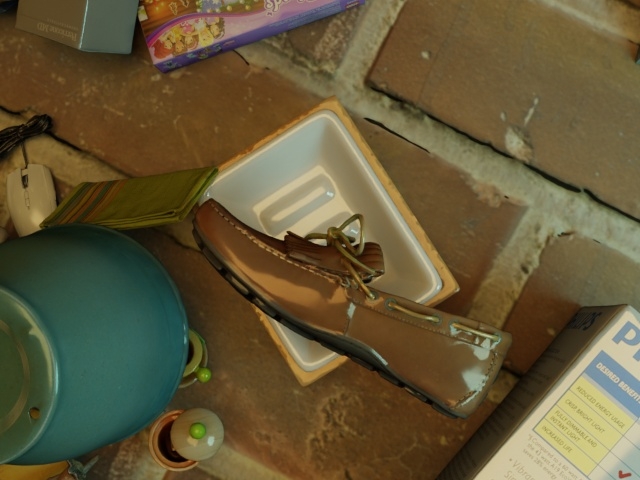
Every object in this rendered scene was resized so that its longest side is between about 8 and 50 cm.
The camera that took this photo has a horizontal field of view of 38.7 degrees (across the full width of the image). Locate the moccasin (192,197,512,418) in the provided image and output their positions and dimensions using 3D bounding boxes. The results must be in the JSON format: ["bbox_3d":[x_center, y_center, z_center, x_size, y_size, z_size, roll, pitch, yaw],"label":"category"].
[{"bbox_3d":[0.035,0.052,1.014,0.380,0.139,0.147,29,88,4],"label":"moccasin"}]

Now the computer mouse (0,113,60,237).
[{"bbox_3d":[-0.386,-0.066,1.217,0.106,0.042,0.193,-18,85,2],"label":"computer mouse"}]

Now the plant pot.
[{"bbox_3d":[-0.311,0.118,0.972,0.272,0.255,0.271,0,92,10],"label":"plant pot"}]

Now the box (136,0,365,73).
[{"bbox_3d":[-0.109,-0.365,1.206,0.293,0.057,0.201,-19,86,3],"label":"box"}]

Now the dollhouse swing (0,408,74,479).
[{"bbox_3d":[-0.496,0.412,1.189,0.315,0.305,0.346,-21,83,-39],"label":"dollhouse swing"}]

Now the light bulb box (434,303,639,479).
[{"bbox_3d":[0.344,0.319,1.051,0.358,0.225,0.361,41,90,6],"label":"light bulb box"}]

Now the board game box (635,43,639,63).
[{"bbox_3d":[0.577,-0.301,1.136,0.303,0.097,0.224,14,88,6],"label":"board game box"}]

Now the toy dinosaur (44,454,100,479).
[{"bbox_3d":[-0.334,0.375,1.054,0.200,0.127,0.295,-29,41,19],"label":"toy dinosaur"}]

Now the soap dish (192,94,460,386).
[{"bbox_3d":[0.000,0.000,1.148,0.229,0.118,0.291,-32,85,2],"label":"soap dish"}]

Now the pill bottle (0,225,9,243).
[{"bbox_3d":[-0.502,-0.014,1.115,0.208,0.117,0.117,31,89,-11],"label":"pill bottle"}]

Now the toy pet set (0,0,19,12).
[{"bbox_3d":[-0.408,-0.355,1.239,0.122,0.065,0.114,33,55,2],"label":"toy pet set"}]

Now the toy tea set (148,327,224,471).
[{"bbox_3d":[-0.252,0.144,1.129,0.336,0.124,0.200,30,67,4],"label":"toy tea set"}]

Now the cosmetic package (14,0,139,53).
[{"bbox_3d":[-0.295,-0.365,1.152,0.127,0.107,0.238,20,104,28],"label":"cosmetic package"}]

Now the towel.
[{"bbox_3d":[-0.242,-0.051,1.135,0.237,0.102,0.021,-4,130,33],"label":"towel"}]
